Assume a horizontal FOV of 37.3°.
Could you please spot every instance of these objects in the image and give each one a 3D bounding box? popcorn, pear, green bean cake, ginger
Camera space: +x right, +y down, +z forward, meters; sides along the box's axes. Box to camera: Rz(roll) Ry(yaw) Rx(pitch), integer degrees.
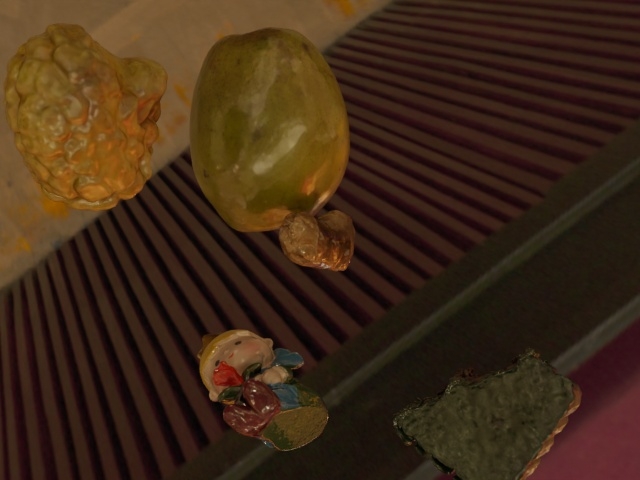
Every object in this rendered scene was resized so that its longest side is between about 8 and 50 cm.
[{"bbox_3d":[-0.277,-0.157,1.160,0.203,0.200,0.225,-23,83,-17],"label":"popcorn"},{"bbox_3d":[-0.083,-0.168,1.460,0.253,0.253,0.307,-12,102,-16],"label":"pear"},{"bbox_3d":[0.230,0.226,1.284,0.208,0.193,0.107,-58,151,10],"label":"green bean cake"},{"bbox_3d":[0.001,-0.002,1.397,0.190,0.069,0.095,6,81,-59],"label":"ginger"}]

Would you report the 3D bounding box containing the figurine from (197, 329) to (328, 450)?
[{"bbox_3d":[-0.111,0.196,1.335,0.185,0.234,0.127,13,114,-54],"label":"figurine"}]
